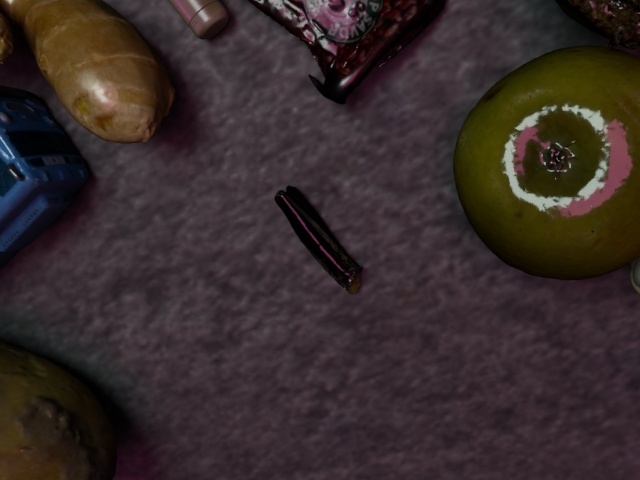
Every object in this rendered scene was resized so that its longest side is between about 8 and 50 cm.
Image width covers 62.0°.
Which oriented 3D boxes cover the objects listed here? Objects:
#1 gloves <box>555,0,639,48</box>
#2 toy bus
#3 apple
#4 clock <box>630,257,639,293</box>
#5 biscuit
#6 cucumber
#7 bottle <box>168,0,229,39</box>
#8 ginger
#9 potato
[{"bbox_3d":[0.252,-0.293,0.429,0.210,0.135,0.313,23,80,-20],"label":"gloves"},{"bbox_3d":[-0.359,-0.037,0.545,0.234,0.116,0.134,-40,92,12],"label":"toy bus"},{"bbox_3d":[0.206,-0.064,0.451,0.196,0.156,0.197,3,96,30],"label":"apple"},{"bbox_3d":[0.444,-0.025,0.475,0.378,0.120,0.277,29,98,-1],"label":"clock"},{"bbox_3d":[-0.010,-0.252,0.499,0.235,0.063,0.151,41,102,-9],"label":"biscuit"},{"bbox_3d":[-0.001,0.001,0.561,0.135,0.033,0.034,49,133,-3],"label":"cucumber"},{"bbox_3d":[-0.133,-0.247,0.521,0.045,0.045,0.096,-35,97,10],"label":"bottle"},{"bbox_3d":[-0.336,-0.226,0.480,0.362,0.348,0.122,-4,136,-32],"label":"ginger"},{"bbox_3d":[-0.338,0.204,0.537,0.265,0.229,0.230,10,101,1],"label":"potato"}]
